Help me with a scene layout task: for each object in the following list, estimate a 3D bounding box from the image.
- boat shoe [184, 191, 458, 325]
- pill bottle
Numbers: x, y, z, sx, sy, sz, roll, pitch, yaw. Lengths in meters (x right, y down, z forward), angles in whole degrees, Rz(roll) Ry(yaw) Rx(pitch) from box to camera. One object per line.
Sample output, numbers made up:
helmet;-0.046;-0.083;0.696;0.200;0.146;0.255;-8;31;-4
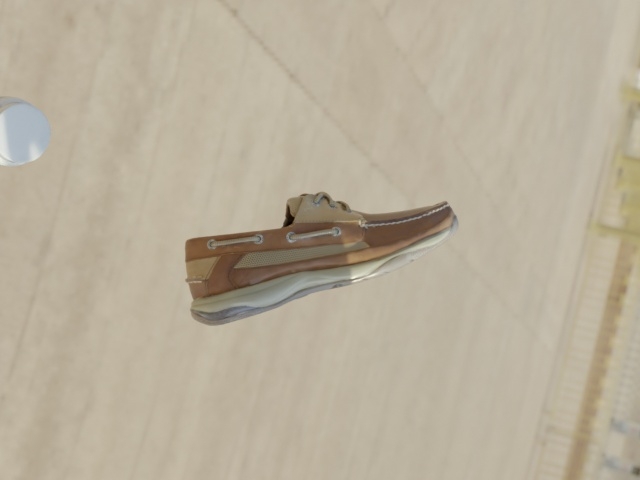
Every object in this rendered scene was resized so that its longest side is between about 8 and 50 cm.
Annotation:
boat shoe;0.000;0.000;1.626;0.123;0.324;0.116;158;-85;-75
pill bottle;-0.355;-0.123;1.620;0.137;0.078;0.078;12;-92;60
